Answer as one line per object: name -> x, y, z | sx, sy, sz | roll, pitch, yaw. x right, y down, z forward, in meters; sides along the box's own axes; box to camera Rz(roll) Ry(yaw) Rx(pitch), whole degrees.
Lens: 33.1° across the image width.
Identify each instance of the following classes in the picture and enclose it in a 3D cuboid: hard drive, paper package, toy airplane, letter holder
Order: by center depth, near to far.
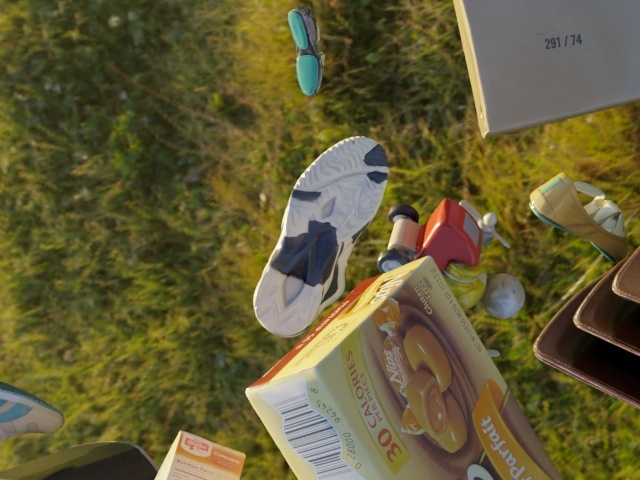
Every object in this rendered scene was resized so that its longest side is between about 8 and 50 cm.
hard drive -> -0.317, 0.295, 1.328 | 0.254, 0.172, 0.054 | -17, 88, 56
letter holder -> 0.436, 0.065, 1.406 | 0.214, 0.301, 0.152 | 25, 126, 30
paper package -> 0.400, -0.360, 1.826 | 0.324, 0.168, 0.310 | -13, 97, 7
toy airplane -> 0.252, 0.114, 2.069 | 0.272, 0.384, 0.386 | 7, 93, 9

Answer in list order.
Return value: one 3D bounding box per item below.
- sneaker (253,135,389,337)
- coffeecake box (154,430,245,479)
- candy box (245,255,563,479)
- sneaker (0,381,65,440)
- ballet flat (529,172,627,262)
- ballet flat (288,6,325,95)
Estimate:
sneaker -> 0.000, 0.000, 1.212 | 0.094, 0.153, 0.235 | 20, 83, 0
coffeecake box -> -0.135, 0.286, 0.941 | 0.068, 0.186, 0.142 | 22, 129, -8
candy box -> 0.096, 0.194, 0.849 | 0.087, 0.183, 0.317 | -24, 100, 42
sneaker -> -0.422, 0.216, 1.313 | 0.087, 0.228, 0.092 | 10, 84, 50
ballet flat -> 0.378, -0.030, 1.487 | 0.073, 0.232, 0.080 | -48, 48, 18
ballet flat -> -0.012, -0.244, 1.381 | 0.041, 0.041, 0.114 | 8, 120, 37
